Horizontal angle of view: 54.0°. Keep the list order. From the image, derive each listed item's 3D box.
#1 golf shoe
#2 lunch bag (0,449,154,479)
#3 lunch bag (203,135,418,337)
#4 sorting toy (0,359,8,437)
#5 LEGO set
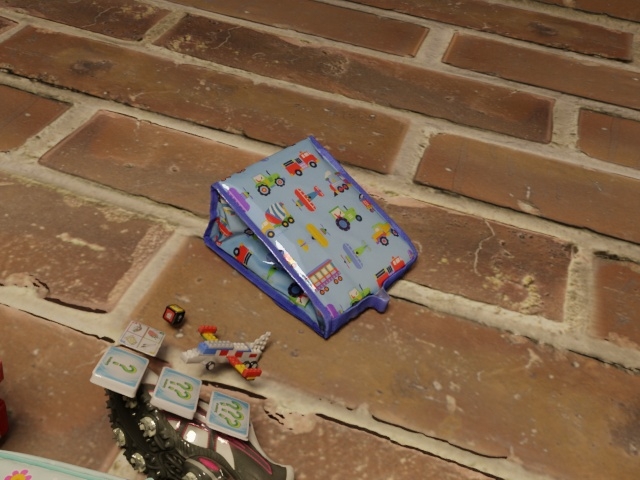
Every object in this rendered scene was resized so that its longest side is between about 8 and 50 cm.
[{"bbox_3d":[-0.154,0.231,0.740,0.273,0.105,0.120,40,34,25],"label":"golf shoe"},{"bbox_3d":[-0.257,0.325,0.595,0.279,0.108,0.224,12,45,9],"label":"lunch bag"},{"bbox_3d":[0.000,0.000,0.980,0.293,0.138,0.221,41,50,20],"label":"lunch bag"},{"bbox_3d":[-0.425,0.211,0.611,0.089,0.257,0.255,34,48,5],"label":"sorting toy"},{"bbox_3d":[-0.157,0.136,0.778,0.182,0.060,0.244,24,10,-8],"label":"LEGO set"}]
